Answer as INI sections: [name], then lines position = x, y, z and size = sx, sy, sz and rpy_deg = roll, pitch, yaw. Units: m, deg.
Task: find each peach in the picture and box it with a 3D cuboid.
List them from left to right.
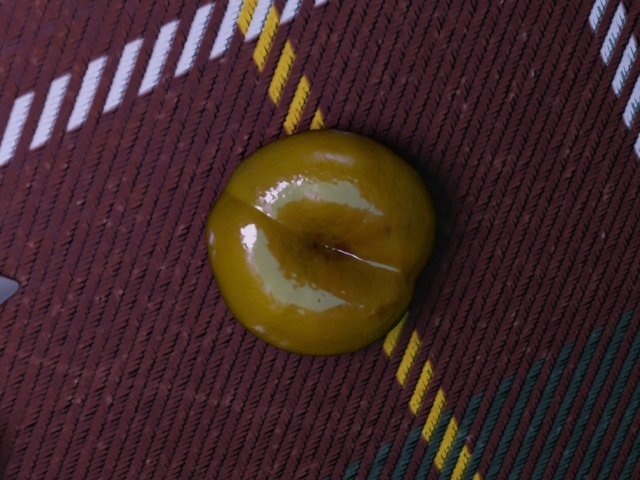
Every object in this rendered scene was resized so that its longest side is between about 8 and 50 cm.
[peach]
position = 0.000, 0.000, 1.708
size = 0.251, 0.153, 0.251
rpy_deg = -7, 108, -23

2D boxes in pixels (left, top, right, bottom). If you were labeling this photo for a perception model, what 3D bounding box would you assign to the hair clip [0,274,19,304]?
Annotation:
[hair clip]
position = -0.453, 0.077, 1.604
size = 0.282, 0.113, 0.173
rpy_deg = 26, 98, -24
